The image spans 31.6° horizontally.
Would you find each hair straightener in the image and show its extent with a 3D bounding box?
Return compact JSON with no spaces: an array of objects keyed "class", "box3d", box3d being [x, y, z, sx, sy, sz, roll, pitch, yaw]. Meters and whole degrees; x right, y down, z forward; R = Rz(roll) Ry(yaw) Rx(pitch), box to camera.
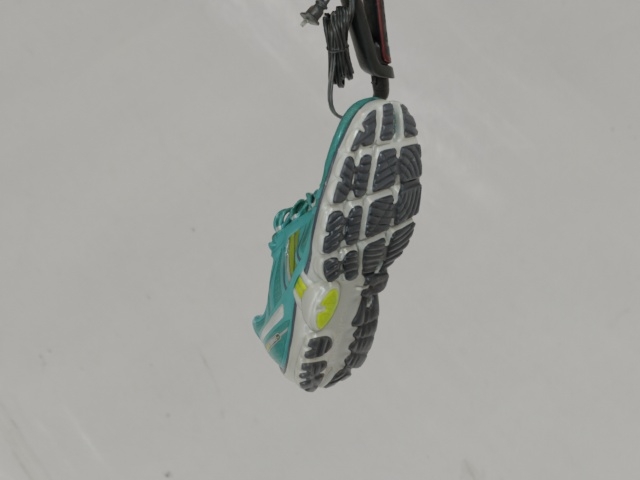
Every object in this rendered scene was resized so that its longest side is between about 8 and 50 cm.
[{"class":"hair straightener","box3d":[0.013,-0.187,0.909,0.089,0.230,0.047,-31,44,-28]}]

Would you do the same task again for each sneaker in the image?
[{"class":"sneaker","box3d":[0.000,0.000,0.951,0.107,0.275,0.110,-11,40,-42]}]
